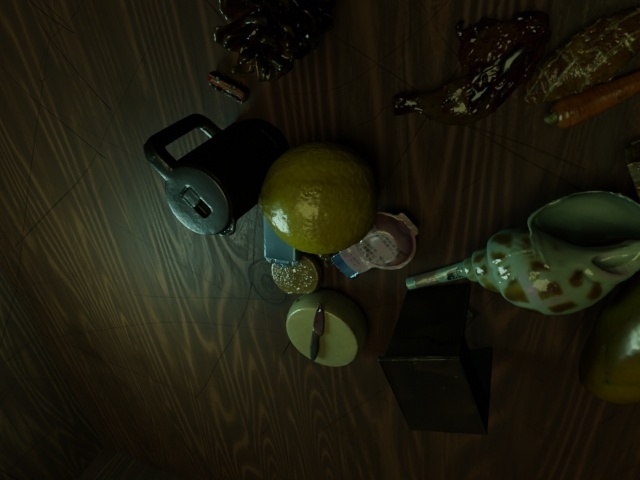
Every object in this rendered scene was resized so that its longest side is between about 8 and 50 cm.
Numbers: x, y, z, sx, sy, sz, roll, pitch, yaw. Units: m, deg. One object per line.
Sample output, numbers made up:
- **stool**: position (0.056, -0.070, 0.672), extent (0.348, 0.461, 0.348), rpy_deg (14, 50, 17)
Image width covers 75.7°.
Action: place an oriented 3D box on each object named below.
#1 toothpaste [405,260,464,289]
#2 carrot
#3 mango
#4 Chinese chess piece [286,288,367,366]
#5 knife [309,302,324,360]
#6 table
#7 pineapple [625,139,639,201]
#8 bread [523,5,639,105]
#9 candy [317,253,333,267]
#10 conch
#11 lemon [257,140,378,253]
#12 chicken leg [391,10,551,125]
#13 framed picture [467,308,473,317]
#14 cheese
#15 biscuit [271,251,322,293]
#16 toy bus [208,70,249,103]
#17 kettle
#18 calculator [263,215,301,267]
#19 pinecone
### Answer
- **toothpaste**: position (0.329, 0.092, 1.099), extent (0.205, 0.036, 0.056), rpy_deg (-19, 111, 29)
- **carrot**: position (0.547, -0.278, 0.757), extent (0.256, 0.061, 0.061), rpy_deg (-23, 108, 25)
- **mango**: position (0.696, 0.169, 0.807), extent (0.232, 0.300, 0.446), rpy_deg (41, 132, 24)
- **Chinese chess piece**: position (0.020, 0.280, 1.321), extent (0.272, 0.102, 0.274), rpy_deg (13, 126, 18)
- **knife**: position (-0.010, 0.287, 1.263), extent (0.035, 0.018, 0.248), rpy_deg (20, 126, 17)
- **table**: position (0.313, 0.297, 1.067), extent (0.196, 0.282, 0.251), rpy_deg (-13, 114, 32)
- **pineapple**: position (0.661, -0.128, 0.754), extent (0.186, 0.114, 0.237), rpy_deg (27, 131, 8)
- **bread**: position (0.469, -0.321, 0.730), extent (0.233, 0.075, 0.105), rpy_deg (-33, 66, 40)
- **candy**: position (0.000, 0.000, 1.189), extent (0.046, 0.053, 0.182), rpy_deg (1, 118, 33)
- **conch**: position (0.484, 0.033, 0.881), extent (0.367, 0.197, 0.250), rpy_deg (-6, 90, 15)
- **lemon**: position (0.001, -0.101, 0.983), extent (0.292, 0.293, 0.294), rpy_deg (12, 124, 18)
- **chicken leg**: position (0.296, -0.329, 0.830), extent (0.177, 0.083, 0.322), rpy_deg (48, 126, 3)
- **framed picture**: position (0.374, 0.203, 1.163), extent (0.066, 0.007, 0.089), rpy_deg (47, 128, -8)
- **cheese**: position (0.141, 0.020, 1.118), extent (0.189, 0.074, 0.286), rpy_deg (45, 131, -5)
- **biscuit**: position (-0.073, 0.088, 1.281), extent (0.170, 0.050, 0.171), rpy_deg (10, 116, 22)
- **toy bus**: position (-0.239, -0.397, 1.065), extent (0.110, 0.031, 0.043), rpy_deg (29, 134, 6)
- **kettle**: position (-0.233, -0.188, 1.017), extent (0.203, 0.308, 0.263), rpy_deg (-6, 118, 27)
- **calculator**: position (-0.112, -0.021, 1.208), extent (0.120, 0.039, 0.211), rpy_deg (6, 106, 22)
- **pinecone**: position (-0.097, -0.460, 0.819), extent (0.243, 0.310, 0.244), rpy_deg (24, 161, 9)
